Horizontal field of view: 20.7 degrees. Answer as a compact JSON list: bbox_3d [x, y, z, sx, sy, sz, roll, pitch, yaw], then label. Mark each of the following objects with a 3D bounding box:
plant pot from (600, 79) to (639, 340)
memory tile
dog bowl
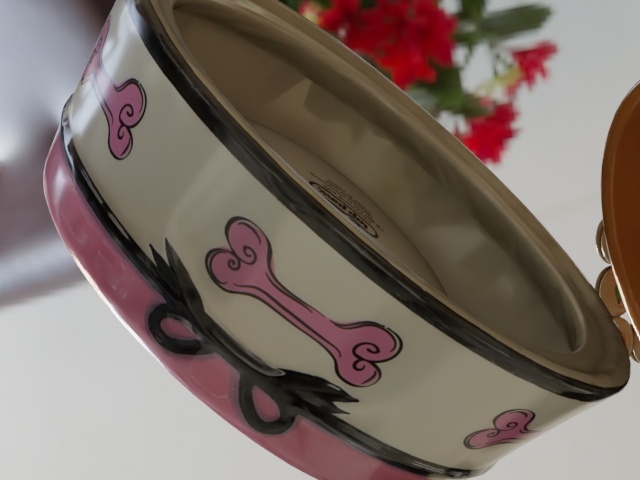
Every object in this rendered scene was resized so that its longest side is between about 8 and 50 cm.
[{"bbox_3d":[0.348,-0.005,1.121,0.203,0.291,0.291,-21,173,-21],"label":"plant pot"},{"bbox_3d":[0.254,0.037,1.301,0.148,0.113,0.012,-1,-177,-42],"label":"memory tile"},{"bbox_3d":[0.000,0.000,1.130,0.150,0.408,0.408,-48,154,16],"label":"dog bowl"}]
